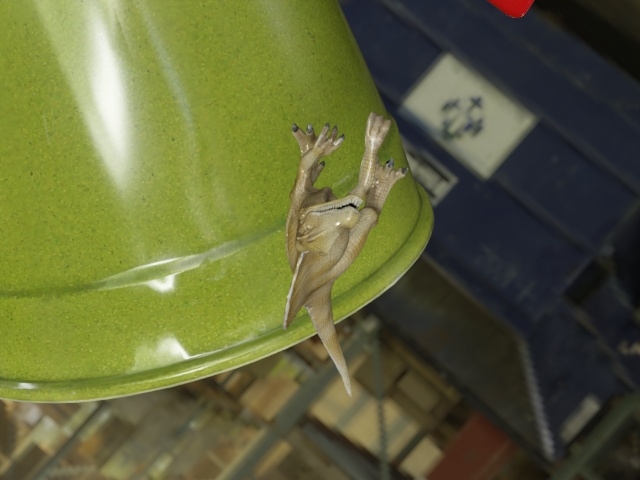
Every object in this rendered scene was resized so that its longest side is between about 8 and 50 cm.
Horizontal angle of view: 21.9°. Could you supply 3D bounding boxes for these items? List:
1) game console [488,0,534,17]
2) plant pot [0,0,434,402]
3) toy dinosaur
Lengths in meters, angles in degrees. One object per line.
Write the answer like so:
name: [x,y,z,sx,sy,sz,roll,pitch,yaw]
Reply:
game console: [0.154,-0.278,1.340,0.085,0.144,0.124,16,-134,-15]
plant pot: [-0.139,-0.135,1.122,0.366,0.366,0.353,-140,33,-64]
toy dinosaur: [0.000,0.000,0.718,0.053,0.092,0.183,16,159,8]
